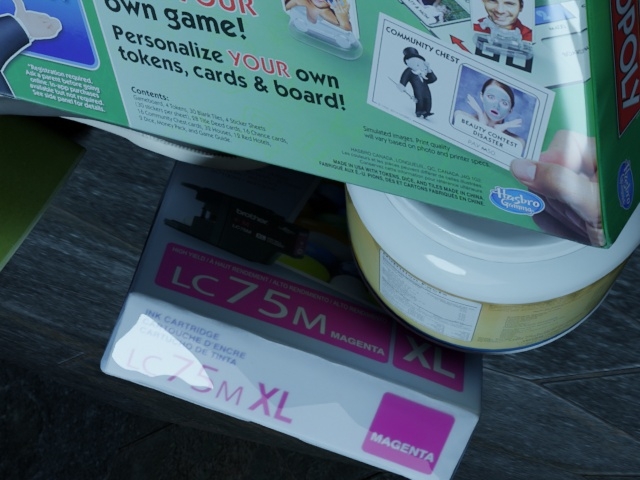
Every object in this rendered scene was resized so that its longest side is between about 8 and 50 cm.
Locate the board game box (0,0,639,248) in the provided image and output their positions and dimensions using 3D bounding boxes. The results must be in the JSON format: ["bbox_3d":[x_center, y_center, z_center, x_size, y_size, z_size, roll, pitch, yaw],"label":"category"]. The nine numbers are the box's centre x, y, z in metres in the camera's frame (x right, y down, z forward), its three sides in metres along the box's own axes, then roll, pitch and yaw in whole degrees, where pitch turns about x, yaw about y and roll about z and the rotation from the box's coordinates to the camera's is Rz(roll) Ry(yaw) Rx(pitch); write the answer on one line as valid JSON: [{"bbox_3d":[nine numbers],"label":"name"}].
[{"bbox_3d":[-0.050,-0.124,0.547,0.317,0.046,0.213,16,137,28],"label":"board game box"}]

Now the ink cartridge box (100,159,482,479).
[{"bbox_3d":[0.000,0.000,0.964,0.186,0.065,0.311,20,-152,-5],"label":"ink cartridge box"}]

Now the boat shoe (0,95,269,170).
[{"bbox_3d":[-0.163,-0.116,0.905,0.335,0.112,0.095,9,148,16],"label":"boat shoe"}]

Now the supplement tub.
[{"bbox_3d":[0.082,-0.032,0.784,0.144,0.144,0.199,17,167,6],"label":"supplement tub"}]

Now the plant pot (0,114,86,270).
[{"bbox_3d":[-0.367,-0.043,1.211,0.293,0.275,0.275,37,164,-10],"label":"plant pot"}]
